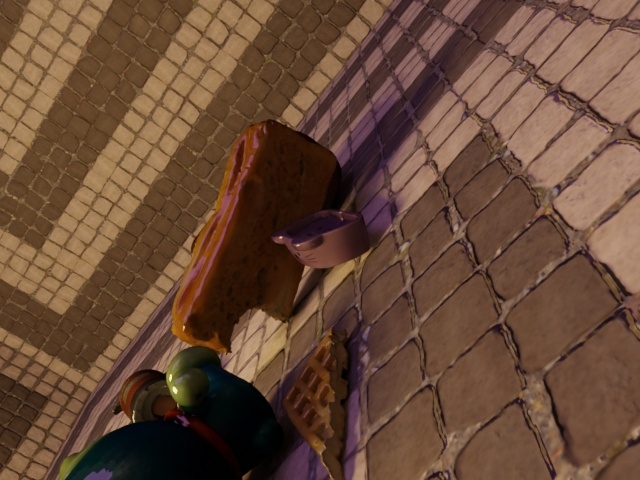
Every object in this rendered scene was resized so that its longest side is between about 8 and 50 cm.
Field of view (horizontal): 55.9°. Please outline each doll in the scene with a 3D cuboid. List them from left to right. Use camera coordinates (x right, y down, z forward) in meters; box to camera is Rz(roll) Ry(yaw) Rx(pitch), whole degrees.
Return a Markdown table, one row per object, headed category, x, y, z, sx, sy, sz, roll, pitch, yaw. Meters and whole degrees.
| category | x | y | z | sx | sy | sz | roll | pitch | yaw |
| --- | --- | --- | --- | --- | --- | --- | --- | --- | --- |
| doll | -0.158 | 0.261 | 0.633 | 0.186 | 0.198 | 0.322 | 8 | 43 | 31 |

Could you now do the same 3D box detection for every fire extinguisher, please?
| category | x | y | z | sx | sy | sz | roll | pitch | yaw |
| --- | --- | --- | --- | --- | --- | --- | --- | --- | --- |
| fire extinguisher | -0.314 | 0.315 | 1.235 | 0.200 | 0.113 | 0.376 | -14 | -2 | -26 |

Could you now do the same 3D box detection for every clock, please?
| category | x | y | z | sx | sy | sz | roll | pitch | yaw |
| --- | --- | --- | --- | --- | --- | --- | --- | --- | --- |
| clock | 0.000 | 0.000 | 0.872 | 0.110 | 0.050 | 0.153 | -25 | 15 | -18 |

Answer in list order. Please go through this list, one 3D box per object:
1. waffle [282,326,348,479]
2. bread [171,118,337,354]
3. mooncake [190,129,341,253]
| category | x | y | z | sx | sy | sz | roll | pitch | yaw |
| --- | --- | --- | --- | --- | --- | --- | --- | --- | --- |
| waffle | 0.020 | 0.158 | 0.618 | 0.125 | 0.032 | 0.191 | -54 | 16 | -8 |
| bread | -0.097 | 0.004 | 0.957 | 0.109 | 0.185 | 0.380 | -6 | 60 | 54 |
| mooncake | -0.109 | -0.048 | 1.204 | 0.325 | 0.174 | 0.334 | -59 | 11 | -28 |
